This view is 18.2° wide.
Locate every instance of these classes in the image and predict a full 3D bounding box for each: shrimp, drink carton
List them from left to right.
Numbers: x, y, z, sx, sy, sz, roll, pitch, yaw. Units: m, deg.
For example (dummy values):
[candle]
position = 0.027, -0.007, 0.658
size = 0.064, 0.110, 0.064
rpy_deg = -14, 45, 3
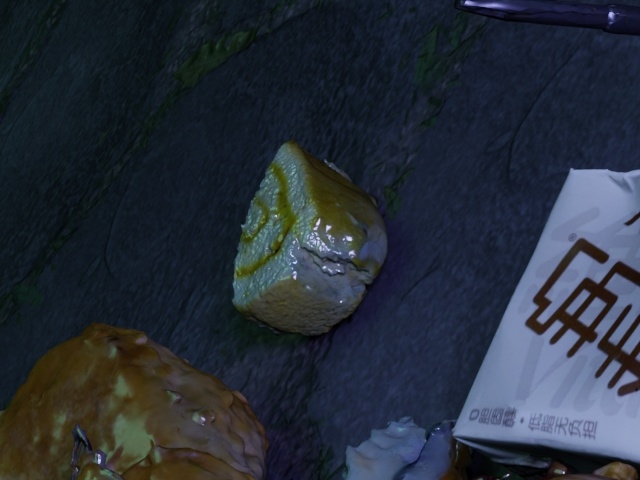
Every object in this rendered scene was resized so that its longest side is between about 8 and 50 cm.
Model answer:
[shrimp]
position = -0.040, 0.205, 1.342
size = 0.287, 0.068, 0.185
rpy_deg = -5, 53, 14
[drink carton]
position = 0.242, 0.063, 1.118
size = 0.324, 0.132, 0.194
rpy_deg = 1, 61, 58

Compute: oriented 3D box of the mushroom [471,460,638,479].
[mushroom]
position = 0.130, 0.241, 1.005
size = 0.195, 0.263, 0.283
rpy_deg = -11, 53, 10

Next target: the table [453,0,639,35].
[table]
position = 0.259, -0.206, 1.134
size = 0.317, 0.249, 0.317
rpy_deg = -163, 90, -71

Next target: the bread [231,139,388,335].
[bread]
position = 0.002, -0.005, 1.574
size = 0.110, 0.103, 0.156
rpy_deg = -14, 56, 57

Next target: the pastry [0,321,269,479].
[pastry]
position = -0.144, 0.219, 1.511
size = 0.255, 0.162, 0.311
rpy_deg = -34, 45, 17
